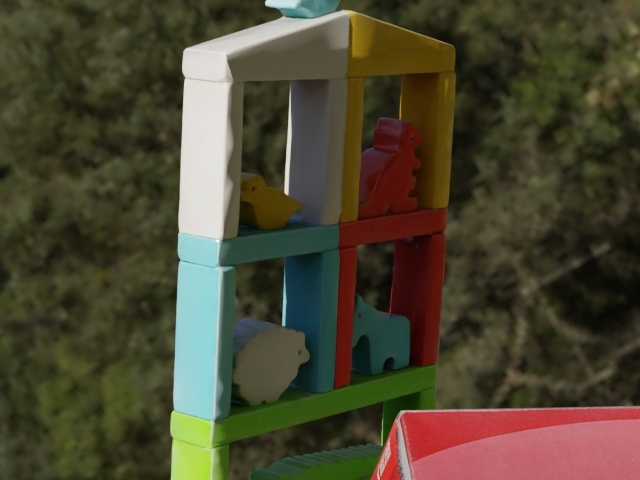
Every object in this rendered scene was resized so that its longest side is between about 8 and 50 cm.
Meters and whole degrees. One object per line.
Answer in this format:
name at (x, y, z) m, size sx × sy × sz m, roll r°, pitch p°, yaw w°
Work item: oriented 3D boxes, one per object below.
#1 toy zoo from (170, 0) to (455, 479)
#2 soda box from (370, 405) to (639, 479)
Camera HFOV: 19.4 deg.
toy zoo at (0.000, 0.000, 0.969) m, size 0.030 × 0.293 × 0.192 m, roll 10°, pitch 11°, yaw 38°
soda box at (0.142, 0.099, 0.505) m, size 0.263 × 0.083 × 0.092 m, roll 0°, pitch -37°, yaw -15°
